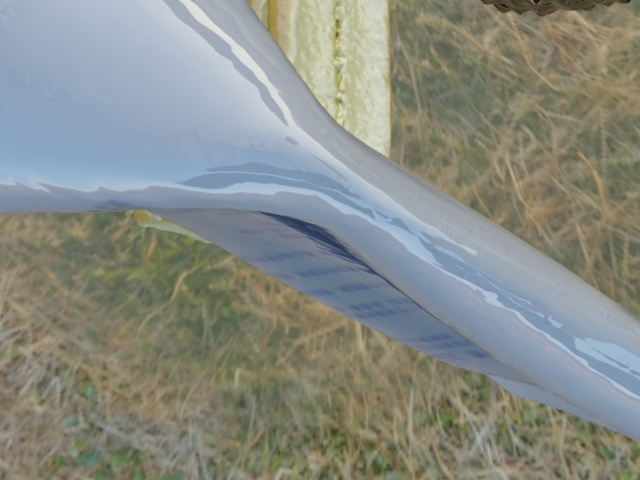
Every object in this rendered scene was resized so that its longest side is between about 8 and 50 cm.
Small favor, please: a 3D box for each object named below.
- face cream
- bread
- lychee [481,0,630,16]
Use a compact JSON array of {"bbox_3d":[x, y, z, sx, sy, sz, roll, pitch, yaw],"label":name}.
[{"bbox_3d":[0.000,0.000,0.475,0.420,0.235,0.137,33,81,-30],"label":"face cream"},{"bbox_3d":[-0.052,-0.129,1.073,0.111,0.239,0.246,9,78,-36],"label":"bread"},{"bbox_3d":[0.126,-0.195,0.651,0.188,0.188,0.188,1,104,2],"label":"lychee"}]
